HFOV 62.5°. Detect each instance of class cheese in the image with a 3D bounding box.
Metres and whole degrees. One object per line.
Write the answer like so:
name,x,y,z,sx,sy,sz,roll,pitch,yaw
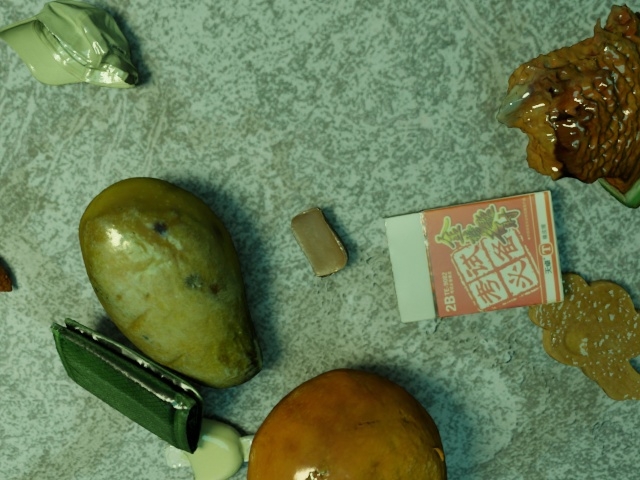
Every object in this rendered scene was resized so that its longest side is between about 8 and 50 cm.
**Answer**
cheese,-0.138,0.328,0.835,0.235,0.050,0.127,-8,100,2

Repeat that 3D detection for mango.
mango,-0.195,0.067,0.727,0.176,0.175,0.330,7,129,35

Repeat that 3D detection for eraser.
eraser,0.214,0.024,0.748,0.230,0.038,0.157,-9,98,8

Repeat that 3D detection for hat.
hat,-0.330,-0.254,0.701,0.166,0.081,0.122,-5,143,17

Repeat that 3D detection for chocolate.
chocolate,0.000,0.000,0.764,0.064,0.031,0.101,-29,97,26

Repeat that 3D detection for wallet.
wallet,-0.276,0.212,0.763,0.236,0.055,0.160,27,135,13

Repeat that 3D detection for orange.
orange,0.035,0.323,0.725,0.283,0.226,0.284,-3,97,-30

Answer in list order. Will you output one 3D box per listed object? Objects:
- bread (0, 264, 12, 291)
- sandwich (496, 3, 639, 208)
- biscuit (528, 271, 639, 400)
bread,-0.583,0.013,0.750,0.139,0.095,0.269,-40,104,17
sandwich,0.333,-0.169,0.650,0.301,0.162,0.250,-5,119,-28
biscuit,0.409,0.134,0.780,0.236,0.040,0.144,37,94,0
